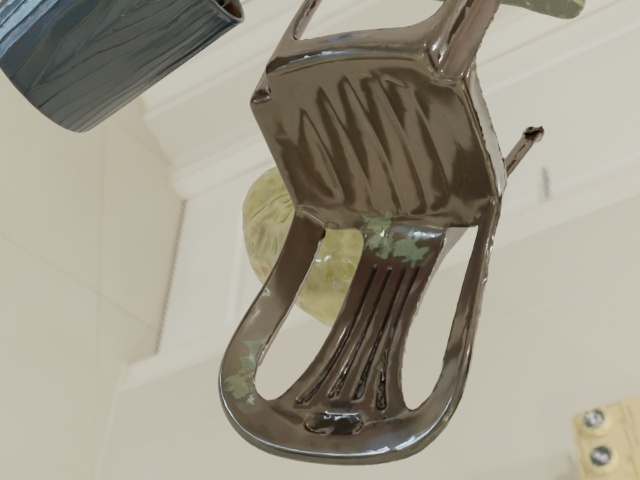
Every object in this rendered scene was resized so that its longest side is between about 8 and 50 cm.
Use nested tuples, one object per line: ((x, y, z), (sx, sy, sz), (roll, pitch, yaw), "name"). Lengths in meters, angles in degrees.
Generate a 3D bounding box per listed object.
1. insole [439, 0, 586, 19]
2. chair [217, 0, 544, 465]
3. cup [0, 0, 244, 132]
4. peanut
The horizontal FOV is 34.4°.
((0.130, -0.236, 0.882), (0.247, 0.011, 0.081), (6, 83, -27), "insole")
((0.033, -0.040, 0.678), (0.326, 0.175, 0.183), (-60, 137, -43), "chair")
((-0.147, -0.166, 0.690), (0.150, 0.138, 0.113), (59, 13, 12), "cup")
((0.000, 0.000, 1.074), (0.147, 0.147, 0.305), (56, -15, -26), "peanut")
